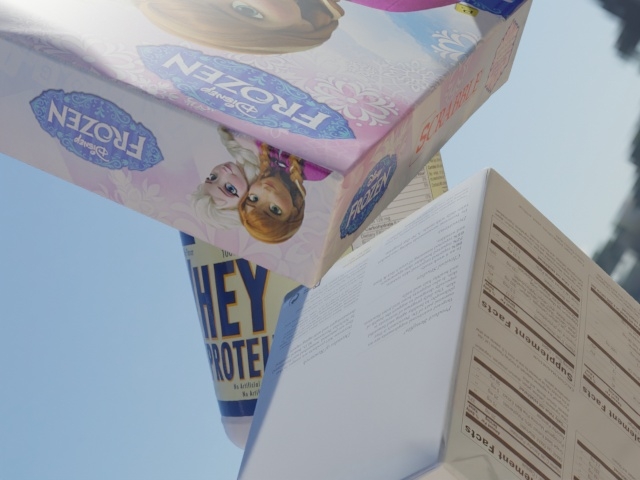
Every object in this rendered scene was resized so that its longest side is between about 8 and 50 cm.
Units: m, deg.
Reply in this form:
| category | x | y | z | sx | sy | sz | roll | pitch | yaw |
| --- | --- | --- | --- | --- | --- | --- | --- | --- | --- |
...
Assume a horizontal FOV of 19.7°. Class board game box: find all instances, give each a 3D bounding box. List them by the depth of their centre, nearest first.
| category | x | y | z | sx | sy | sz | roll | pitch | yaw |
| --- | --- | --- | --- | --- | --- | --- | --- | --- | --- |
| board game box | -0.079 | -0.121 | 1.001 | 0.318 | 0.318 | 0.066 | -47 | -24 | -58 |

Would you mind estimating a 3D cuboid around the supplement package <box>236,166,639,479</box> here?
| category | x | y | z | sx | sy | sz | roll | pitch | yaw |
| --- | --- | --- | --- | --- | --- | --- | --- | --- | --- |
| supplement package | 0.088 | 0.138 | 1.187 | 0.199 | 0.198 | 0.263 | -33 | 27 | 34 |

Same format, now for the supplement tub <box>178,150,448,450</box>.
| category | x | y | z | sx | sy | sz | roll | pitch | yaw |
| --- | --- | --- | --- | --- | --- | --- | --- | --- | --- |
| supplement tub | 0.000 | 0.000 | 1.576 | 0.235 | 0.235 | 0.325 | -15 | -87 | -76 |
